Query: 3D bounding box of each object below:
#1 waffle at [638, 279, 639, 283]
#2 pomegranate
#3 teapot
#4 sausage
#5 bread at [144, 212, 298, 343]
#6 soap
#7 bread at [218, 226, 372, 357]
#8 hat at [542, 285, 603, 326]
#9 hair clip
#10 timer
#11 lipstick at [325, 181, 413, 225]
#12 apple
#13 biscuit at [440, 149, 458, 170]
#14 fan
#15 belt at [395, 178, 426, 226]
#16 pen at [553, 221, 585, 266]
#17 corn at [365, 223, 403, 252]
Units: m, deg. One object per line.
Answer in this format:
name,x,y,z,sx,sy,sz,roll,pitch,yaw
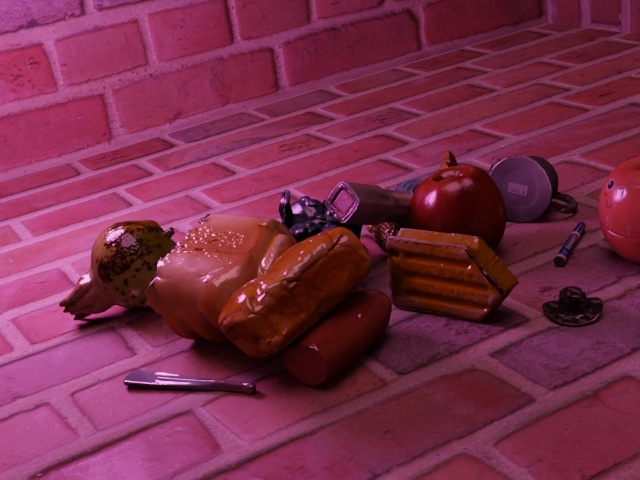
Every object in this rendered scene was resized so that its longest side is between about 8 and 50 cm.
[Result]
waffle,0.737,0.088,1.805,0.308,0.091,0.213,-2,7,21
pomegranate,-0.447,0.063,2.216,0.276,0.204,0.222,-9,4,-7
teapot,0.515,-0.132,2.431,0.239,0.162,0.149,31,26,21
sausage,0.045,0.174,1.899,0.113,0.113,0.259,9,30,37
bread,-0.170,0.092,2.066,0.270,0.211,0.315,8,39,24
soap,0.262,0.070,2.002,0.257,0.160,0.080,8,26,33
bread,-0.049,0.097,1.883,0.294,0.132,0.167,-35,10,-25
hat,0.487,0.119,1.941,0.121,0.050,0.121,-10,21,4
hair clip,-0.006,0.000,2.256,0.206,0.194,0.310,14,22,-2
timer,0.697,-0.067,2.091,0.230,0.215,0.229,-8,23,3
lipstick,0.125,-0.079,2.237,0.253,0.079,0.077,1,42,-51
apple,0.307,-0.056,2.238,0.218,0.201,0.218,-14,18,5
biscuit,0.334,-0.134,2.485,0.040,0.144,0.236,-28,14,21
fan,-0.246,0.267,1.899,0.282,0.023,0.057,0,16,21
belt,0.249,-0.088,2.485,0.148,0.082,0.163,20,31,32
pen,0.555,0.005,2.220,0.025,0.025,0.204,4,26,28
corn,0.146,-0.045,2.417,0.086,0.086,0.288,-11,24,-5
